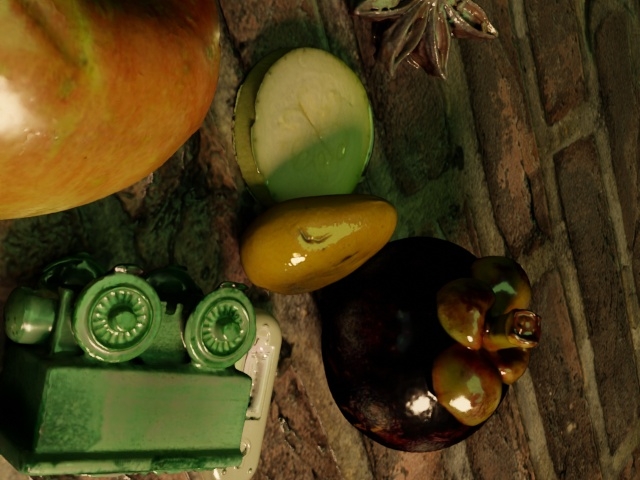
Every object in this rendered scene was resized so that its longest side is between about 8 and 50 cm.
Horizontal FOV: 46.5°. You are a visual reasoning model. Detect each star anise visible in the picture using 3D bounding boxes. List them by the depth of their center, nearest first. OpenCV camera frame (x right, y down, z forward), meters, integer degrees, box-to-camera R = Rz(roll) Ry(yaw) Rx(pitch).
[{"bbox_3d":[0.135,-0.338,1.011,0.236,0.109,0.223,-41,112,-12],"label":"star anise"}]

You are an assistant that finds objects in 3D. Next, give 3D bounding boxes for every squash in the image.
[{"bbox_3d":[-0.017,-0.133,0.943,0.219,0.041,0.219,-9,103,-44],"label":"squash"}]

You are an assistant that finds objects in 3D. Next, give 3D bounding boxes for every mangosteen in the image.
[{"bbox_3d":[0.145,0.124,0.926,0.275,0.302,0.274,9,74,-35],"label":"mangosteen"}]

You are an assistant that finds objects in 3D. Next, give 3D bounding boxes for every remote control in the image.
[{"bbox_3d":[-0.094,0.191,0.895,0.078,0.042,0.221,14,84,-42],"label":"remote control"}]

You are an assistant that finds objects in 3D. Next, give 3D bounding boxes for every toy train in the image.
[{"bbox_3d":[-0.185,0.120,0.744,0.266,0.145,0.201,13,88,-40],"label":"toy train"}]

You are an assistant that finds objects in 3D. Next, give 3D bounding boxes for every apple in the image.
[{"bbox_3d":[-0.252,-0.175,0.543,0.340,0.340,0.339,-4,96,-41],"label":"apple"}]

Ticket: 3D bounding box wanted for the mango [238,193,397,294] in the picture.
[{"bbox_3d":[0.000,0.000,0.885,0.137,0.195,0.098,72,-1,-63],"label":"mango"}]
